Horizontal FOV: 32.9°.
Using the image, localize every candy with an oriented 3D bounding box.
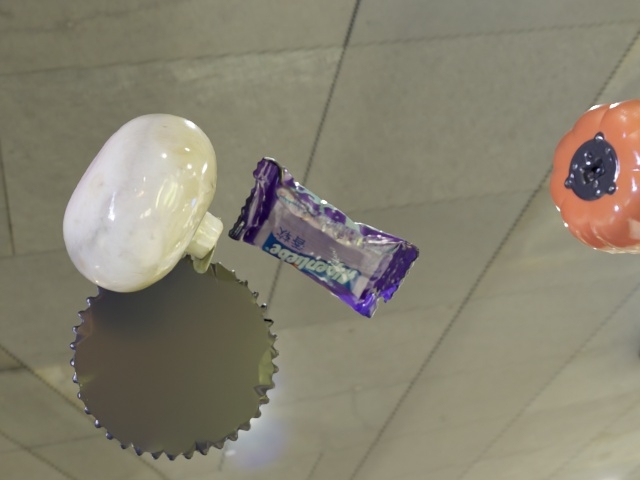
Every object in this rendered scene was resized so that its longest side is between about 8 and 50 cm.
[{"bbox_3d":[0.000,0.000,1.599,0.275,0.070,0.145,30,118,-5],"label":"candy"}]

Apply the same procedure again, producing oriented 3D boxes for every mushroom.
[{"bbox_3d":[-0.218,-0.040,1.406,0.202,0.246,0.246,33,130,-28],"label":"mushroom"}]

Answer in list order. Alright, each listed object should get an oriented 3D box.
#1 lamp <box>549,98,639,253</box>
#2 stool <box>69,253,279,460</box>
[{"bbox_3d":[0.375,-0.073,1.290,0.164,0.188,0.187,11,144,-35],"label":"lamp"},{"bbox_3d":[-0.237,0.190,1.681,0.297,0.297,0.330,-9,172,-14],"label":"stool"}]
